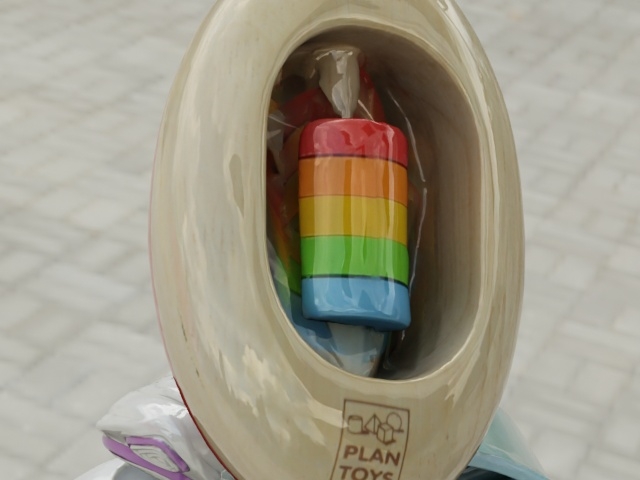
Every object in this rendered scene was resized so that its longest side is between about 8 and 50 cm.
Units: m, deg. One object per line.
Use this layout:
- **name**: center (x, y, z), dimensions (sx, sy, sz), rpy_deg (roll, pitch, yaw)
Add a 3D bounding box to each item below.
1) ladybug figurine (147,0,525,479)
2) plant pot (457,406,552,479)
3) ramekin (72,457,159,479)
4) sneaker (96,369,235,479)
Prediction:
- **ladybug figurine**: center (0.000, 0.000, 1.374), dimensions (0.305, 0.449, 0.162), rpy_deg (13, -18, -31)
- **plant pot**: center (0.090, 0.292, 1.703), dimensions (0.341, 0.341, 0.334), rpy_deg (10, 13, -3)
- **ramekin**: center (-0.161, 0.289, 1.655), dimensions (0.207, 0.109, 0.207), rpy_deg (41, 25, -24)
- **sneaker**: center (-0.100, 0.126, 1.566), dimensions (0.114, 0.152, 0.305), rpy_deg (27, 0, 5)
